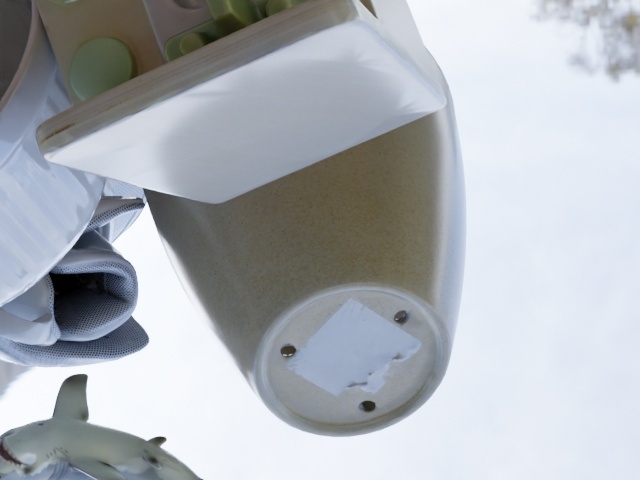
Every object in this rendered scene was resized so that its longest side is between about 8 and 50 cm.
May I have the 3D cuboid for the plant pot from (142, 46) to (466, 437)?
[{"bbox_3d":[0.000,0.000,0.943,0.256,0.257,0.274,-12,-145,-1],"label":"plant pot"}]

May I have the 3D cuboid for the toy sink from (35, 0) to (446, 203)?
[{"bbox_3d":[-0.046,-0.113,0.660,0.152,0.131,0.234,-23,172,13],"label":"toy sink"}]

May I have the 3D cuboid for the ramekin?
[{"bbox_3d":[-0.208,-0.051,0.699,0.207,0.109,0.207,-14,-129,18],"label":"ramekin"}]

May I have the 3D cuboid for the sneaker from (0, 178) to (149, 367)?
[{"bbox_3d":[-0.197,0.004,1.049,0.210,0.137,0.366,11,-160,26],"label":"sneaker"}]

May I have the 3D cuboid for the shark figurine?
[{"bbox_3d":[-0.178,0.230,1.199,0.278,0.116,0.166,24,-153,-11],"label":"shark figurine"}]
